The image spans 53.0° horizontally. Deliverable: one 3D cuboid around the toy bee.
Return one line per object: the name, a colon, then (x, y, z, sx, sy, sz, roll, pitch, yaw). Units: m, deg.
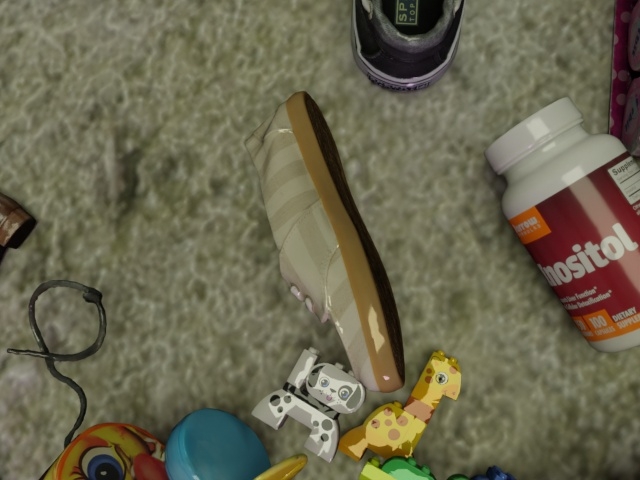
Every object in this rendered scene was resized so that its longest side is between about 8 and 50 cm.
toy bee: (-0.110, 0.174, 0.373, 0.299, 0.162, 0.195, 23, 109, 10)

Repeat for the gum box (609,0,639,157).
gum box: (0.264, -0.143, 0.433, 0.107, 0.062, 0.188, 5, 85, 4)

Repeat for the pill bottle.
pill bottle: (0.174, -0.012, 0.415, 0.086, 0.086, 0.152, -32, 83, 0)

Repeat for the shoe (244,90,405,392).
shoe: (0.000, 0.000, 0.416, 0.058, 0.076, 0.219, -24, 60, 10)

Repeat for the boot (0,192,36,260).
boot: (-0.285, -0.013, 0.468, 0.114, 0.037, 0.106, 38, 75, 3)

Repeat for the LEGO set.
LEGO set: (0.083, 0.126, 0.411, 0.227, 0.087, 0.093, 28, 84, 12)

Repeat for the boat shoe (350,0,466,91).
boat shoe: (0.058, -0.264, 0.437, 0.113, 0.105, 0.306, 6, 85, 4)
